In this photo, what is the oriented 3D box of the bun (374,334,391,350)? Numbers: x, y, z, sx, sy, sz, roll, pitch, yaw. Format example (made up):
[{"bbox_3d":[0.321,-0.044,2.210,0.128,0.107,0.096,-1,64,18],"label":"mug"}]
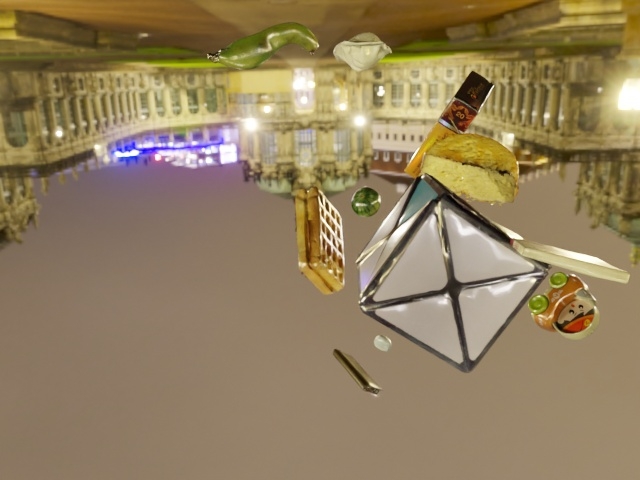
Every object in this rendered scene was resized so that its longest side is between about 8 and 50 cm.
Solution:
[{"bbox_3d":[0.256,0.416,2.346,0.083,0.083,0.045,10,-131,35],"label":"bun"}]

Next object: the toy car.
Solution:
[{"bbox_3d":[0.887,0.247,2.043,0.145,0.235,0.235,38,168,-38],"label":"toy car"}]

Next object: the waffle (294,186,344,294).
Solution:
[{"bbox_3d":[0.000,0.000,1.957,0.098,0.224,0.328,-19,-128,19],"label":"waffle"}]

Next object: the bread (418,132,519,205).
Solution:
[{"bbox_3d":[0.405,-0.201,1.533,0.260,0.160,0.147,15,-119,21],"label":"bread"}]

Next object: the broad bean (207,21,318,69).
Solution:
[{"bbox_3d":[-0.112,-0.369,1.102,0.213,0.070,0.048,-9,-165,8],"label":"broad bean"}]

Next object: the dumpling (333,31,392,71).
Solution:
[{"bbox_3d":[0.121,-0.603,1.825,0.181,0.111,0.155,-28,160,28],"label":"dumpling"}]

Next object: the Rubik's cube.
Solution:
[{"bbox_3d":[0.280,0.055,1.308,0.307,0.310,0.305,33,-165,-5],"label":"Rubik's cube"}]

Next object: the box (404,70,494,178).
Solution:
[{"bbox_3d":[0.511,-0.447,2.303,0.115,0.415,0.264,35,-134,3],"label":"box"}]

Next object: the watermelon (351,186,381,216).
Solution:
[{"bbox_3d":[0.148,-0.123,1.878,0.109,0.109,0.109,-2,-164,0],"label":"watermelon"}]

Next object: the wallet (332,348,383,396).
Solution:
[{"bbox_3d":[0.126,0.451,1.971,0.110,0.031,0.198,32,-173,-44],"label":"wallet"}]

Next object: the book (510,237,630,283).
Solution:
[{"bbox_3d":[0.420,0.030,0.999,0.162,0.022,0.232,15,-172,12],"label":"book"}]
